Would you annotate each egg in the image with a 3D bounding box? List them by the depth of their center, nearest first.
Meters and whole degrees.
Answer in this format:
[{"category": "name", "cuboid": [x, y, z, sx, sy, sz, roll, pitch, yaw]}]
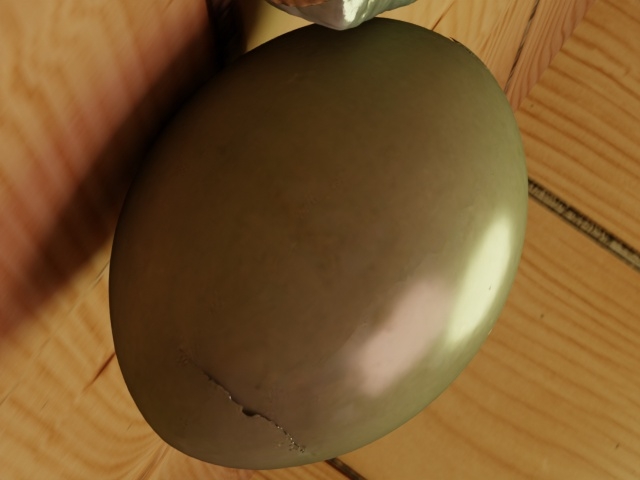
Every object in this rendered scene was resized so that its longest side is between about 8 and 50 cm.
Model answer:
[{"category": "egg", "cuboid": [0.000, 0.000, 0.837, 0.253, 0.186, 0.186, -52, 172, -24]}]

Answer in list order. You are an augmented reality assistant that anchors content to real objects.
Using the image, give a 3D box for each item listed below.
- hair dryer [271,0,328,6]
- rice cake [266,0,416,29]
[{"category": "hair dryer", "cuboid": [0.053, -0.240, 0.468, 0.173, 0.107, 0.357, -37, 154, -35]}, {"category": "rice cake", "cuboid": [0.042, -0.160, 0.879, 0.063, 0.066, 0.336, -68, 169, 24]}]
